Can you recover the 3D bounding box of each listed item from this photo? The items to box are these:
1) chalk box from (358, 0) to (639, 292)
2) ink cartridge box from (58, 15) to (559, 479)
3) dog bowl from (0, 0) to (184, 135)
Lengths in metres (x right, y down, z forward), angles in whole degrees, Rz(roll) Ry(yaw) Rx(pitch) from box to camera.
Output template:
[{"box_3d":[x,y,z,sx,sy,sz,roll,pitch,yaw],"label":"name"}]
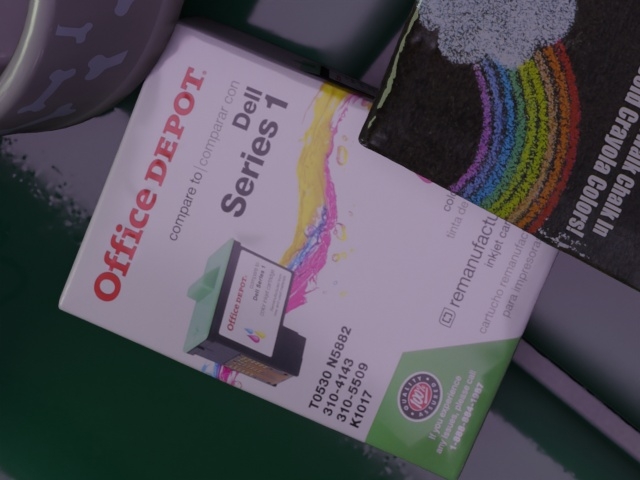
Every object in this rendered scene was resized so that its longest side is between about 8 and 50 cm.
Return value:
[{"box_3d":[0.203,-0.089,1.015,0.289,0.179,0.180,29,124,11],"label":"chalk box"},{"box_3d":[0.000,0.000,1.144,0.278,0.117,0.201,23,100,3],"label":"ink cartridge box"},{"box_3d":[-0.242,-0.215,1.066,0.348,0.102,0.349,16,119,31],"label":"dog bowl"}]
